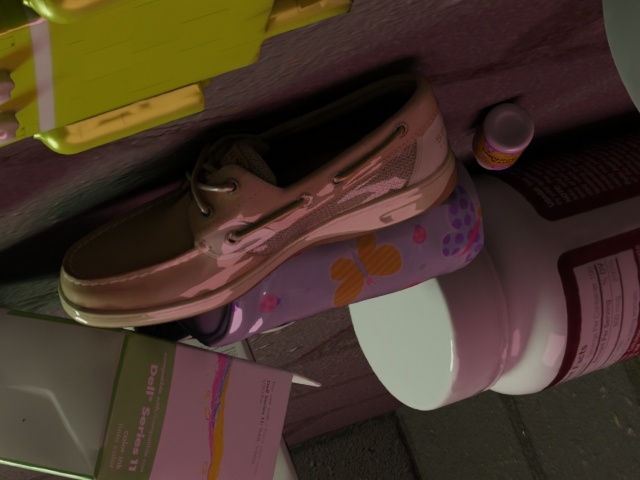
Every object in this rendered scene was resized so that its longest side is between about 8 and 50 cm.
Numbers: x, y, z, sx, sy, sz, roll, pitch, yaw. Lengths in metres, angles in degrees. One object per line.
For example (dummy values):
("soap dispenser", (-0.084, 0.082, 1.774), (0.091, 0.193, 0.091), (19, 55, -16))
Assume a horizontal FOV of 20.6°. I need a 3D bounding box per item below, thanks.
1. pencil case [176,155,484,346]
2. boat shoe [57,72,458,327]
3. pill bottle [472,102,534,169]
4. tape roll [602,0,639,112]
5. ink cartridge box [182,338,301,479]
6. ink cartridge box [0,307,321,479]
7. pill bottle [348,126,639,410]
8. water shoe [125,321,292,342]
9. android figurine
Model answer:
("pencil case", (0.000, 0.000, 1.434), (0.273, 0.113, 0.124), (-15, -148, -31))
("boat shoe", (-0.053, -0.033, 1.254), (0.302, 0.109, 0.098), (-21, 130, -1))
("pill bottle", (0.154, -0.086, 1.511), (0.043, 0.043, 0.083), (-20, 169, -9))
("tape roll", (0.277, -0.130, 1.044), (0.219, 0.219, 0.072), (-15, 168, -31))
("ink cartridge box", (-0.130, 0.231, 2.013), (0.172, 0.237, 0.100), (-21, 170, -1))
("ink cartridge box", (-0.162, 0.138, 1.452), (0.207, 0.119, 0.353), (7, 173, 26))
("pill bottle", (0.238, 0.024, 1.748), (0.392, 0.224, 0.224), (-16, 168, -27))
("water shoe", (-0.110, 0.058, 1.695), (0.203, 0.073, 0.080), (-6, -179, -35))
("android figurine", (-0.107, -0.104, 0.870), (0.273, 0.056, 0.248), (-21, 170, -14))
